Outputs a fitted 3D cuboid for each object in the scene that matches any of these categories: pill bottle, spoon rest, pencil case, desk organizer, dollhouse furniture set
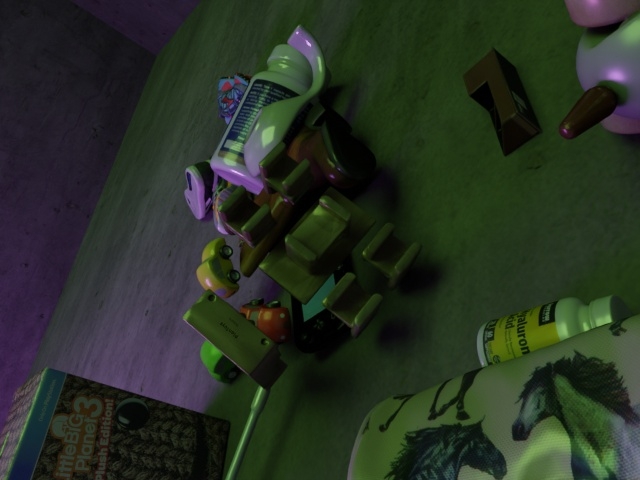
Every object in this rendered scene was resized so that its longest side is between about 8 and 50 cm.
[{"bbox_3d":[0.197,0.085,0.464,0.116,0.065,0.065,-29,44,41],"label":"pill bottle"},{"bbox_3d":[-0.054,-0.226,0.925,0.137,0.084,0.276,-24,44,64],"label":"spoon rest"},{"bbox_3d":[-0.088,-0.224,1.052,0.153,0.153,0.264,15,79,59],"label":"pill bottle"},{"bbox_3d":[0.201,0.134,0.321,0.410,0.160,0.183,-32,25,39],"label":"pencil case"},{"bbox_3d":[0.214,-0.167,0.661,0.050,0.047,0.130,-39,37,37],"label":"desk organizer"},{"bbox_3d":[-0.035,0.050,0.683,0.242,0.212,0.161,-49,-13,-15],"label":"dollhouse furniture set"}]

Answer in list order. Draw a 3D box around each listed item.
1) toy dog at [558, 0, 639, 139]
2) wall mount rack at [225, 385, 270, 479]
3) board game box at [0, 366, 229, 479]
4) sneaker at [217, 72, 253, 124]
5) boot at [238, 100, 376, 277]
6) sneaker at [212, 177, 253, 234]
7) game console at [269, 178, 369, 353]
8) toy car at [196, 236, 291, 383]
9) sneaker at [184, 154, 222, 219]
[{"bbox_3d":[0.299,-0.130,0.370,0.161,0.220,0.334,-52,13,-17],"label":"toy dog"},{"bbox_3d":[-0.085,0.324,0.601,0.350,0.130,0.304,10,34,44],"label":"wall mount rack"},{"bbox_3d":[-0.303,0.344,0.776,0.141,0.291,0.232,-32,42,40],"label":"board game box"},{"bbox_3d":[-0.190,-0.342,1.381,0.262,0.104,0.125,24,104,63],"label":"sneaker"},{"bbox_3d":[-0.051,-0.060,0.839,0.280,0.096,0.264,-52,31,17],"label":"boot"},{"bbox_3d":[-0.191,-0.076,1.162,0.083,0.084,0.215,-44,25,28],"label":"sneaker"},{"bbox_3d":[0.000,0.000,0.847,0.213,0.044,0.361,-43,36,29],"label":"game console"},{"bbox_3d":[-0.149,0.140,0.872,0.239,0.053,0.225,43,126,39],"label":"toy car"},{"bbox_3d":[-0.250,-0.126,1.304,0.121,0.079,0.217,-29,-10,-22],"label":"sneaker"}]
